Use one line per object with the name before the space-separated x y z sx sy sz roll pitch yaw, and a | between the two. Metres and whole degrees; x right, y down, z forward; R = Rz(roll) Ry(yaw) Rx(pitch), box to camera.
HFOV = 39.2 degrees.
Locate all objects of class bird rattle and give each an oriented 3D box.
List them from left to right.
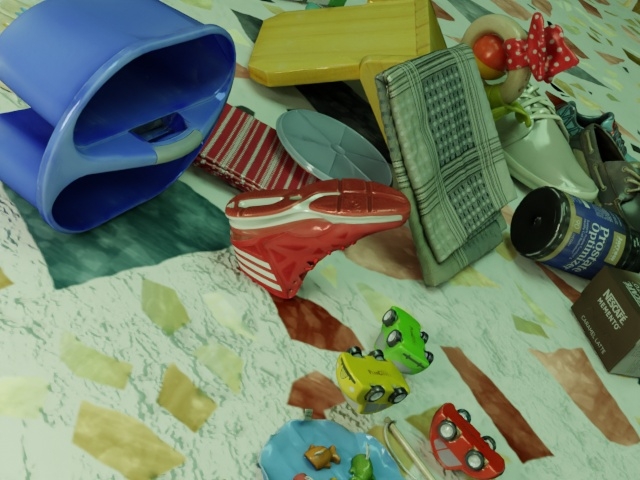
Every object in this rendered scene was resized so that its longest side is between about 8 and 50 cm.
bird rattle | 0.321 -0.311 1.602 0.143 0.253 0.207 -22 60 -27

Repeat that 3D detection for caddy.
caddy | -0.225 -0.146 1.030 0.179 0.241 0.341 34 32 12

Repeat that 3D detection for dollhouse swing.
dollhouse swing | 0.079 -0.267 1.617 0.347 0.305 0.315 -83 152 -56

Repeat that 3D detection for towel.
towel | -0.062 -0.102 1.302 0.274 0.031 0.199 29 30 -8
towel | 0.202 -0.123 1.355 0.312 0.056 0.324 -31 109 -55

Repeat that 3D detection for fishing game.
fishing game | 0.028 0.243 0.897 0.264 0.041 0.189 -3 45 -46

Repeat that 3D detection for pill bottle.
pill bottle | 0.432 -0.003 1.487 0.219 0.123 0.123 17 34 -28

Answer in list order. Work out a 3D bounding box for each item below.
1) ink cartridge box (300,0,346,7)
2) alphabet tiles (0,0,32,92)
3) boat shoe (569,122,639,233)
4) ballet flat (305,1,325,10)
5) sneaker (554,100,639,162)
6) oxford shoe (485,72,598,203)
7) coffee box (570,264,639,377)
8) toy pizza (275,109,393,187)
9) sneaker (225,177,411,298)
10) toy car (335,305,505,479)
ink cartridge box | -0.049 -0.578 1.906 0.208 0.087 0.153 -6 48 -43
alphabet tiles | -0.348 -0.259 1.284 0.278 0.021 0.284 26 32 -9
boat shoe | 0.571 -0.099 1.732 0.132 0.130 0.355 7 40 -33
ballet flat | 0.019 -0.444 1.831 0.114 0.041 0.041 41 33 12
sneaker | 0.598 -0.205 1.905 0.261 0.125 0.104 25 33 -10
oxford shoe | 0.397 -0.237 1.769 0.169 0.130 0.449 2 42 -33
coffee box | 0.535 0.140 1.407 0.246 0.098 0.141 12 37 -28
toy pizza | 0.019 -0.126 1.354 0.201 0.032 0.201 24 31 -16
sneaker | 0.000 0.000 1.100 0.221 0.128 0.087 0 32 6
toy car | 0.100 0.161 1.044 0.239 0.053 0.225 35 22 -19
